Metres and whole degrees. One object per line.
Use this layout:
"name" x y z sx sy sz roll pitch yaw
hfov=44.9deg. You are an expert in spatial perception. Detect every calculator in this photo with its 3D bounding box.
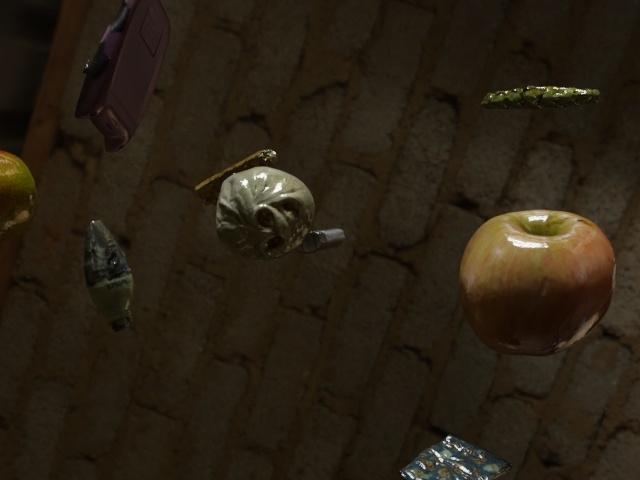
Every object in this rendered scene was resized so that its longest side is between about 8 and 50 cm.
"calculator" -0.323 -0.306 1.333 0.194 0.043 0.294 69 -142 -70

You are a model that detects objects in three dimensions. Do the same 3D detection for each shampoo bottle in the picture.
"shampoo bottle" 0.000 0.000 2.123 0.227 0.086 0.055 -9 -99 -74

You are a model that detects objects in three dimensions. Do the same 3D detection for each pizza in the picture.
"pizza" -0.226 -0.190 2.329 0.268 0.087 0.258 -30 3 9

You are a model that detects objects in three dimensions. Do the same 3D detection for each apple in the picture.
"apple" 0.541 0.112 1.971 0.391 0.392 0.346 -56 -33 -68

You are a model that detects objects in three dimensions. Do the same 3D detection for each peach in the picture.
"peach" -0.765 -0.095 1.761 0.231 0.231 0.230 20 -90 -85

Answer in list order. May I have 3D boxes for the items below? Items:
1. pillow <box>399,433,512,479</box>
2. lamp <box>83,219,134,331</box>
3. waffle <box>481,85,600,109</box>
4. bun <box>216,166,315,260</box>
"pillow" 0.327 0.550 1.873 0.256 0.189 0.034 -16 -63 -49
"lamp" -0.465 0.078 1.695 0.101 0.101 0.250 -40 -65 -79
"waffle" 0.381 -0.245 1.350 0.169 0.184 0.036 -155 63 -75
"bun" -0.126 -0.054 1.722 0.133 0.231 0.231 -95 24 -82
